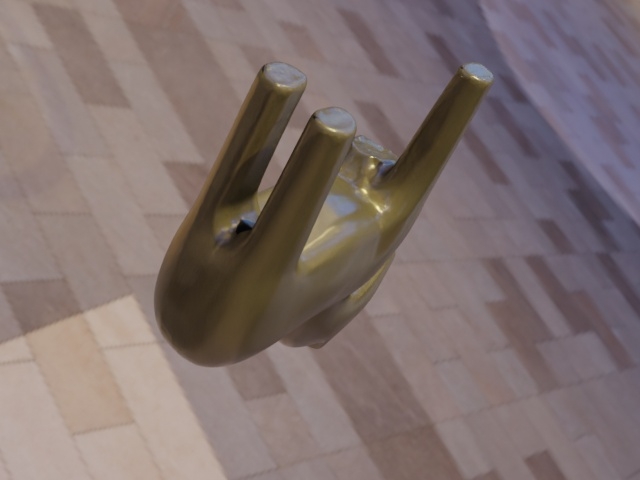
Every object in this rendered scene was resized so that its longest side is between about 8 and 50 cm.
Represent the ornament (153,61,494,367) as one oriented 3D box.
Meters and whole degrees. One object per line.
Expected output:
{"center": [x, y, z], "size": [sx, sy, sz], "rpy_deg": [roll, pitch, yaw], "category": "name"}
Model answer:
{"center": [0.000, 0.000, 0.632], "size": [0.061, 0.245, 0.230], "rpy_deg": [42, 36, 16], "category": "ornament"}
